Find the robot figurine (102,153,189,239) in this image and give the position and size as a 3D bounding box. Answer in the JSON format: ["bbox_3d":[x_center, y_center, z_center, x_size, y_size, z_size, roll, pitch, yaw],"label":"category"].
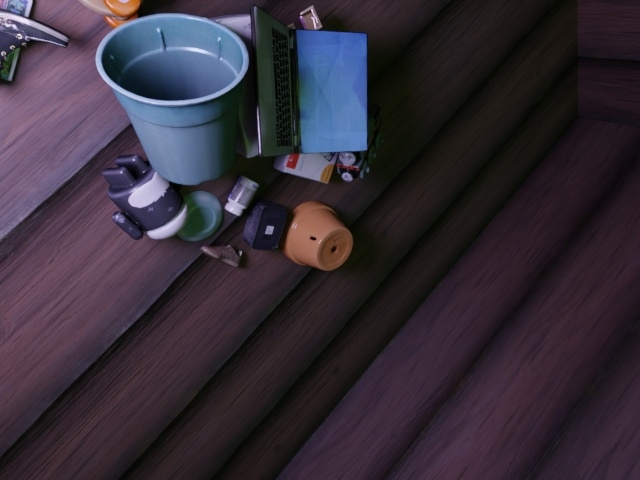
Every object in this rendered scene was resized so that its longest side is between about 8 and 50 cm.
[{"bbox_3d":[-0.528,-0.129,1.259,0.209,0.173,0.278,-34,132,-7],"label":"robot figurine"}]

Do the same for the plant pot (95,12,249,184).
[{"bbox_3d":[-0.361,-0.348,1.095,0.341,0.341,0.334,-31,158,-24],"label":"plant pot"}]

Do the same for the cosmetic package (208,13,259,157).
[{"bbox_3d":[-0.251,-0.477,1.272,0.156,0.217,0.385,-27,126,-28],"label":"cosmetic package"}]

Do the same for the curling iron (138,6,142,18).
[{"bbox_3d":[-0.477,-0.672,1.093,0.068,0.035,0.274,-3,114,-35],"label":"curling iron"}]

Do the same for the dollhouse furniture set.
[{"bbox_3d":[-0.093,-0.597,1.447,0.303,0.198,0.286,-25,110,10],"label":"dollhouse furniture set"}]

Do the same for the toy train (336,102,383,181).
[{"bbox_3d":[0.156,-0.397,1.653,0.190,0.142,0.334,76,34,-53],"label":"toy train"}]

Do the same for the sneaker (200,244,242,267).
[{"bbox_3d":[-0.376,0.043,1.570,0.188,0.066,0.071,36,71,-51],"label":"sneaker"}]

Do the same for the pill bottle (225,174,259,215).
[{"bbox_3d":[-0.290,-0.163,1.506,0.078,0.078,0.137,27,94,-45],"label":"pill bottle"}]

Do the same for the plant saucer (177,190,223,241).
[{"bbox_3d":[-0.430,-0.078,1.463,0.195,0.037,0.195,-20,125,-31],"label":"plant saucer"}]

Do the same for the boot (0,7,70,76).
[{"bbox_3d":[-0.725,-0.435,0.948,0.236,0.085,0.179,6,110,-36],"label":"boot"}]

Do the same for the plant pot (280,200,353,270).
[{"bbox_3d":[0.000,0.000,1.756,0.291,0.203,0.291,-20,126,-31],"label":"plant pot"}]

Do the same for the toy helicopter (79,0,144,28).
[{"bbox_3d":[-0.477,-0.717,0.995,0.235,0.140,0.355,39,80,-26],"label":"toy helicopter"}]

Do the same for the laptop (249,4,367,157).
[{"bbox_3d":[-0.010,-0.454,1.235,0.408,0.236,0.382,-39,129,-68],"label":"laptop"}]

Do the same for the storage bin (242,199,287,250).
[{"bbox_3d":[-0.219,-0.059,1.620,0.122,0.084,0.180,5,108,-42],"label":"storage bin"}]

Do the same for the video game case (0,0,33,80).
[{"bbox_3d":[-0.788,-0.499,0.934,0.183,0.023,0.201,14,102,-44],"label":"video game case"}]

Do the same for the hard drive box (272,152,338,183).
[{"bbox_3d":[-0.050,-0.337,1.608,0.232,0.089,0.181,7,108,-42],"label":"hard drive box"}]
